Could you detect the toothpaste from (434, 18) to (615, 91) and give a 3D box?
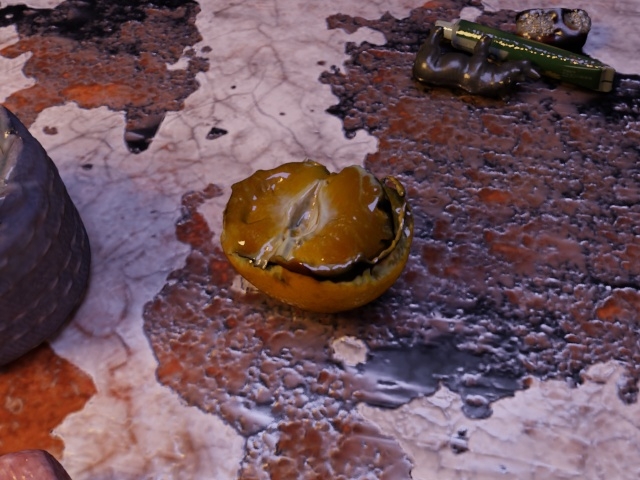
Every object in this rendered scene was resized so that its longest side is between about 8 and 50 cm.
[{"bbox_3d":[0.216,-0.203,0.804,0.204,0.049,0.031,25,80,22],"label":"toothpaste"}]

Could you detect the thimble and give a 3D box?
[{"bbox_3d":[-0.319,-0.017,0.622,0.205,0.172,0.236,-36,59,-24],"label":"thimble"}]

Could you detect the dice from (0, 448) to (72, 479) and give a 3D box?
[{"bbox_3d":[-0.204,0.207,0.506,0.093,0.091,0.094,-31,60,-18],"label":"dice"}]

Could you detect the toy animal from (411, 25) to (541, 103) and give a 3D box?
[{"bbox_3d":[0.164,-0.182,0.788,0.136,0.047,0.065,14,62,11],"label":"toy animal"}]

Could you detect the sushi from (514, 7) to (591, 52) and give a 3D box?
[{"bbox_3d":[0.257,-0.227,0.826,0.083,0.044,0.046,1,77,6],"label":"sushi"}]

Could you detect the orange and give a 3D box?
[{"bbox_3d":[0.000,0.000,0.630,0.160,0.112,0.170,-16,31,5],"label":"orange"}]
